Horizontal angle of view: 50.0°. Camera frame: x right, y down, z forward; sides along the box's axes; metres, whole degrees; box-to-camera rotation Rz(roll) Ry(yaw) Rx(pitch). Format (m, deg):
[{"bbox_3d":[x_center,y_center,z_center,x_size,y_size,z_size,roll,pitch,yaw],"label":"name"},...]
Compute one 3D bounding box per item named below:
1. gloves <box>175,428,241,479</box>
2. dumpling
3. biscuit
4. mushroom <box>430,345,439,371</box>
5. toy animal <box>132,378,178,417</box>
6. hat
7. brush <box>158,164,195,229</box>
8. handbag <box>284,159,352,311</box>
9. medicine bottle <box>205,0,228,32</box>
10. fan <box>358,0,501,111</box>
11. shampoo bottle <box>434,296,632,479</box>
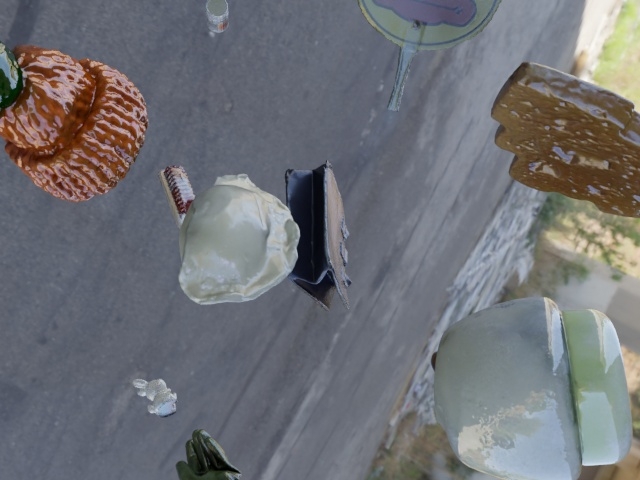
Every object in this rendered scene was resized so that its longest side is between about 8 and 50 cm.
[{"bbox_3d":[-0.255,0.552,1.599,0.135,0.268,0.107,-13,123,-24],"label":"gloves"},{"bbox_3d":[-0.130,0.002,1.105,0.147,0.193,0.258,110,1,-53],"label":"dumpling"},{"bbox_3d":[0.301,-0.109,0.766,0.301,0.278,0.043,35,78,-44],"label":"biscuit"},{"bbox_3d":[0.341,0.315,1.732,0.087,0.127,0.127,-64,158,-13],"label":"mushroom"},{"bbox_3d":[-0.441,0.417,1.852,0.085,0.124,0.071,-28,142,-20],"label":"toy animal"},{"bbox_3d":[-0.539,-0.262,1.285,0.285,0.285,0.400,-61,142,-8],"label":"hat"},{"bbox_3d":[-0.297,-0.041,1.592,0.060,0.321,0.050,-2,150,-45],"label":"brush"},{"bbox_3d":[0.000,0.000,1.757,0.329,0.122,0.303,60,26,-64],"label":"handbag"},{"bbox_3d":[-0.266,-0.582,1.768,0.058,0.058,0.091,-59,-179,-11],"label":"medicine bottle"},{"bbox_3d":[0.155,-0.358,1.050,0.011,0.230,0.335,-77,180,-64],"label":"fan"},{"bbox_3d":[0.366,0.265,1.213,0.322,0.317,0.322,-10,90,-73],"label":"shampoo bottle"}]
